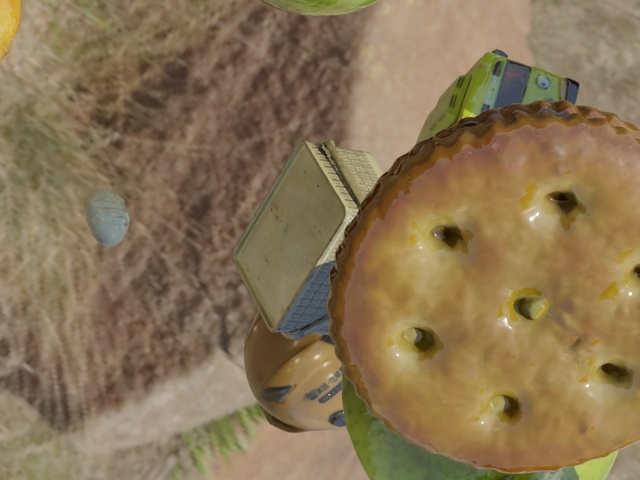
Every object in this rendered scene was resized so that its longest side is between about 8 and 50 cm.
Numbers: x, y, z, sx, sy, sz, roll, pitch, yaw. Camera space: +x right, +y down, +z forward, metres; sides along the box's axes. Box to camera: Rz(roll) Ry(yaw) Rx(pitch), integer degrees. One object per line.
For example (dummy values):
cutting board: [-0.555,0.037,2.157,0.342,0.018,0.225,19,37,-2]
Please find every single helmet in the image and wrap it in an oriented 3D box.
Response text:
helmet: [-0.007,0.121,1.612,0.224,0.198,0.130,-32,139,8]

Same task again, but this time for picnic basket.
picnic basket: [0.000,0.000,1.211,0.079,0.115,0.164,8,129,-37]

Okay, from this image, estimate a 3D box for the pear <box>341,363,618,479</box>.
pear: [0.137,0.112,1.120,0.239,0.139,0.288,29,62,-23]

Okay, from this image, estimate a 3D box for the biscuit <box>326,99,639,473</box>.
biscuit: [0.112,0.028,0.726,0.066,0.220,0.220,-93,-158,-66]

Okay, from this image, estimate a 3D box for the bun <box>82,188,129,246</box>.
bun: [-0.298,-0.035,1.877,0.054,0.086,0.086,-24,152,7]

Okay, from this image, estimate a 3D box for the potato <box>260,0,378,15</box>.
potato: [-0.023,-0.302,1.121,0.304,0.216,0.216,23,100,-50]

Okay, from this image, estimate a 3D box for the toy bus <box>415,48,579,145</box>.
toy bus: [0.205,-0.126,1.637,0.262,0.150,0.128,131,-20,-74]

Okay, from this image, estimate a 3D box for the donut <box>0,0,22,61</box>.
donut: [-0.339,-0.260,1.130,0.253,0.118,0.254,-5,90,-68]
